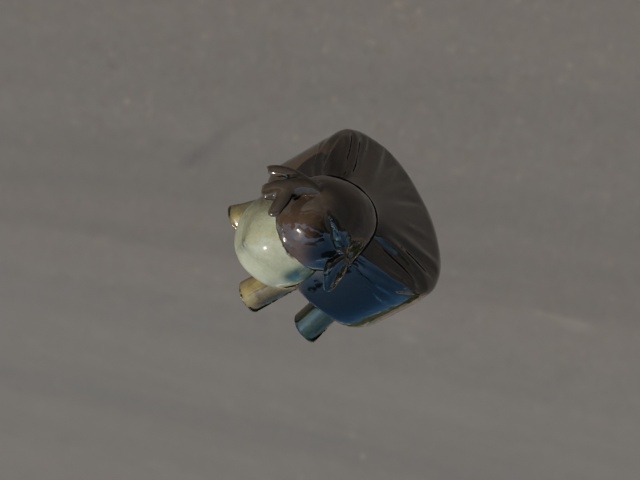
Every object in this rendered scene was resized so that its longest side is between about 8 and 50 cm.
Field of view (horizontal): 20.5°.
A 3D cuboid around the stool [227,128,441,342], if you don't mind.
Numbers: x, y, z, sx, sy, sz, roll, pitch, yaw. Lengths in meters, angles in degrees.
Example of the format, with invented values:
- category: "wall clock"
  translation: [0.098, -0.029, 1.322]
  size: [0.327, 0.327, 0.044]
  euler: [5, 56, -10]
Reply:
- category: "stool"
  translation: [0.000, 0.000, 1.157]
  size: [0.121, 0.125, 0.217]
  euler: [-27, 173, 23]
